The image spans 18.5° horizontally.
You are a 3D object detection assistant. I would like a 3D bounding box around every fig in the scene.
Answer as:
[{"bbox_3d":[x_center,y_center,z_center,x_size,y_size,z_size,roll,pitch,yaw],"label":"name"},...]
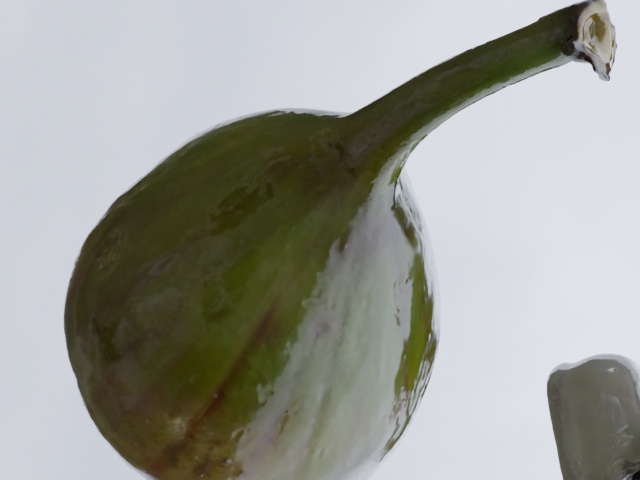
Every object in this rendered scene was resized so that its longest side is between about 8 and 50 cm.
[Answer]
[{"bbox_3d":[0.000,0.000,0.730,0.259,0.151,0.151,-51,-142,46],"label":"fig"}]

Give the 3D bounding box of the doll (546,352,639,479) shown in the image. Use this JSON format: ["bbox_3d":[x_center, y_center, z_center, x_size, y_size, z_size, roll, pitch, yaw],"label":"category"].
[{"bbox_3d":[0.302,0.095,0.995,0.423,0.161,0.348,-35,-137,1],"label":"doll"}]
